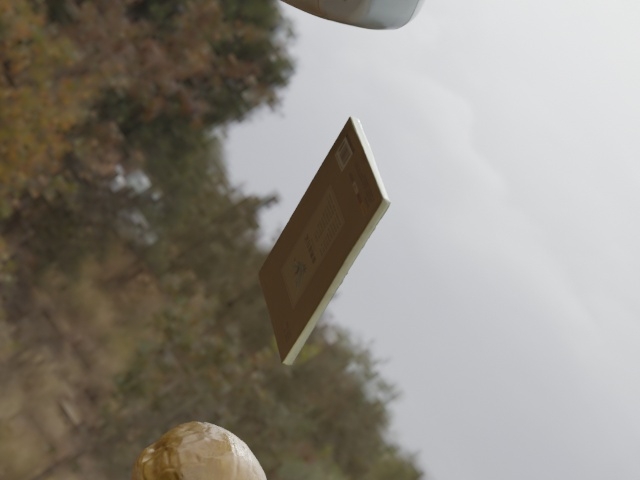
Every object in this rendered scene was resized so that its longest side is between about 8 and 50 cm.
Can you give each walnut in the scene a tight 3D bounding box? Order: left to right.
[{"bbox_3d":[-0.161,0.335,2.031,0.193,0.193,0.225,57,-10,-14],"label":"walnut"}]

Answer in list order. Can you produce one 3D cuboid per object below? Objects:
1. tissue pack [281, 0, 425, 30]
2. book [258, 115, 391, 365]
[{"bbox_3d":[0.025,-0.458,2.375,0.333,0.229,0.236,29,23,26],"label":"tissue pack"},{"bbox_3d":[0.000,0.000,2.279,0.021,0.310,0.217,17,31,-25],"label":"book"}]
